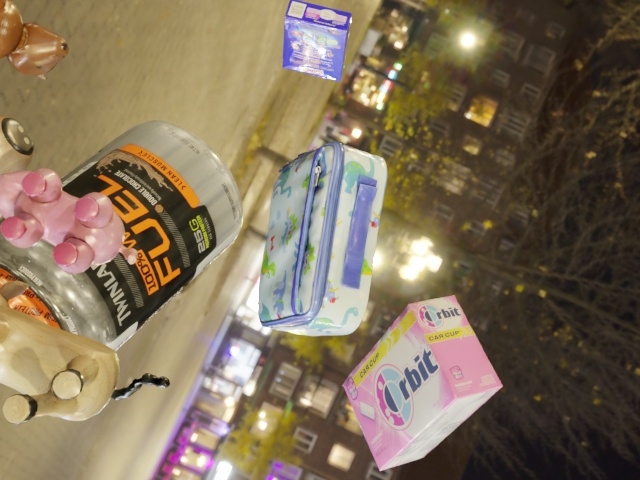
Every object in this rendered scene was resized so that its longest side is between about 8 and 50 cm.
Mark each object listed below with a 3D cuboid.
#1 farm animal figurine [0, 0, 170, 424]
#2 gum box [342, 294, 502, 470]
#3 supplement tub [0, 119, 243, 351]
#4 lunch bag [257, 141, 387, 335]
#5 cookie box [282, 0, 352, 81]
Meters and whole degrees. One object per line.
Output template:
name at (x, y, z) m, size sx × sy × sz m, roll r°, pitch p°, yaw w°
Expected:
farm animal figurine at (-0.289, -0.017, 0.629) m, size 0.172 × 0.327 × 0.330 m, roll 47°, pitch 32°, yaw -87°
gum box at (0.099, 0.156, 0.916) m, size 0.107 × 0.062 × 0.188 m, roll 65°, pitch -35°, yaw 27°
supplement tub at (-0.271, 0.013, 1.081) m, size 0.338 × 0.207 × 0.207 m, roll -46°, pitch 170°, yaw -37°
lunch bag at (0.000, 0.000, 1.018) m, size 0.176 × 0.090 × 0.218 m, roll -12°, pitch -114°, yaw 62°
cookie box at (-0.007, -0.285, 1.244) m, size 0.107 × 0.092 × 0.040 m, roll 99°, pitch 6°, yaw -60°
